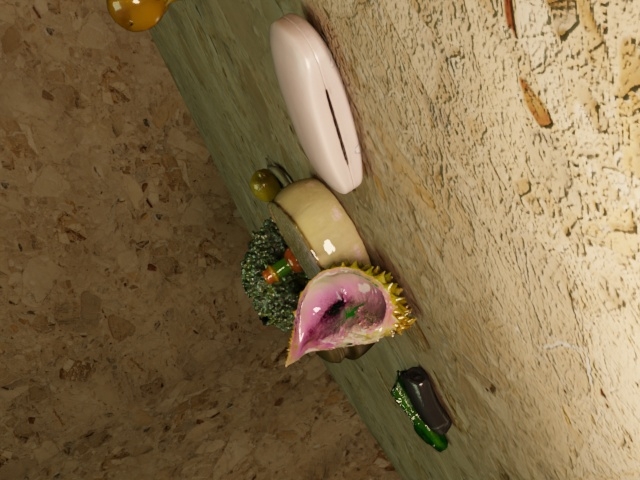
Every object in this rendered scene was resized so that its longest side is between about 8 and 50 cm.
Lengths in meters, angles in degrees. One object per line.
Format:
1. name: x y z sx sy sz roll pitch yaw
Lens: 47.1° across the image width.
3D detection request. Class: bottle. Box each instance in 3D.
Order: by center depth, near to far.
1. bottle: -0.050 0.040 1.704 0.069 0.187 0.069 57 173 11

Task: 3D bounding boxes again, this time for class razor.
1. razor: 0.226 0.343 1.576 0.148 0.054 0.090 62 167 -19

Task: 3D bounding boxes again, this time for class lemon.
1. lemon: -0.151 -0.152 2.004 0.082 0.082 0.111 54 176 33

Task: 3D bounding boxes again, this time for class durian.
1. durian: 0.054 0.122 1.388 0.154 0.260 0.187 -43 -57 -55

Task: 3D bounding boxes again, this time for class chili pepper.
1. chili pepper: 0.231 0.413 1.766 0.216 0.062 0.108 58 177 11

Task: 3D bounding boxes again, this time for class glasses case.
1. glasses case: -0.003 -0.188 1.057 0.113 0.075 0.297 51 169 40

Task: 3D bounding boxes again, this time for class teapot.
1. teapot: 0.024 0.205 1.724 0.186 0.175 0.267 56 158 -9

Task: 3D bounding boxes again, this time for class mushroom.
1. mushroom: -0.082 -0.131 1.837 0.306 0.043 0.068 56 146 34

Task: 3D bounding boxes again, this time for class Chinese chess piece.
1. Chinese chess piece: 0.000 0.000 1.540 0.270 0.112 0.270 57 171 14

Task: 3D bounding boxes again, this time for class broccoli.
1. broccoli: -0.070 0.084 1.893 0.247 0.245 0.288 8 89 44

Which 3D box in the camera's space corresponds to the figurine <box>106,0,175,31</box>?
1. figurine: -0.375 -0.560 1.546 0.228 0.215 0.215 58 171 22
